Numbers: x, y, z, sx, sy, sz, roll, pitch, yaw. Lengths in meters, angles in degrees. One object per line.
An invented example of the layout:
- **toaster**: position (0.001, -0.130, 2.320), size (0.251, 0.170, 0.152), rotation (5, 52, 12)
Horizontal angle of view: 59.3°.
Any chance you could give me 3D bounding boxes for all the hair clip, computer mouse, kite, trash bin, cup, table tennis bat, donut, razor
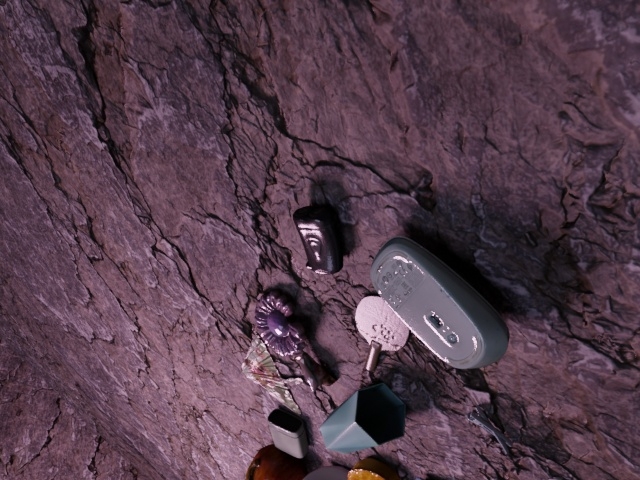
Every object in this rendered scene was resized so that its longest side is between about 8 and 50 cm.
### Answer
- **hair clip**: position (0.363, 0.405, 1.206), size (0.115, 0.030, 0.039), rotation (45, 158, 4)
- **computer mouse**: position (0.221, 0.110, 1.036), size (0.288, 0.097, 0.159), rotation (48, 142, 15)
- **kite**: position (-0.146, 0.392, 1.626), size (0.267, 0.013, 0.323), rotation (-1, 121, 41)
- **hair clip**: position (-0.066, 0.265, 1.415), size (0.173, 0.069, 0.300), rotation (-24, 105, 47)
- **trash bin**: position (-0.096, 0.585, 1.703), size (0.116, 0.059, 0.130), rotation (16, 132, 30)
- **cup**: position (0.092, 0.449, 1.395), size (0.134, 0.148, 0.236), rotation (24, 145, -15)
- **table tennis bat**: position (0.130, 0.210, 1.249), size (0.131, 0.022, 0.234), rotation (27, 133, 19)
- **donut**: position (0.152, 0.665, 1.554), size (0.152, 0.058, 0.152), rotation (16, 126, 23)
- **razor**: position (0.000, 0.000, 1.159), size (0.090, 0.054, 0.148), rotation (8, 127, 35)

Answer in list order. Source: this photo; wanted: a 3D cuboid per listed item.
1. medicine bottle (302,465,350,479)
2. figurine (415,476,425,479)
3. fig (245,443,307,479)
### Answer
- **medicine bottle**: position (0.059, 0.857, 1.682), size (0.202, 0.202, 0.316), rotation (3, 124, 38)
- **figurine**: position (0.286, 0.666, 1.436), size (0.114, 0.079, 0.114), rotation (51, 156, 33)
- **fig**: position (-0.148, 0.746, 1.777), size (0.205, 0.205, 0.205), rotation (22, 134, 25)
